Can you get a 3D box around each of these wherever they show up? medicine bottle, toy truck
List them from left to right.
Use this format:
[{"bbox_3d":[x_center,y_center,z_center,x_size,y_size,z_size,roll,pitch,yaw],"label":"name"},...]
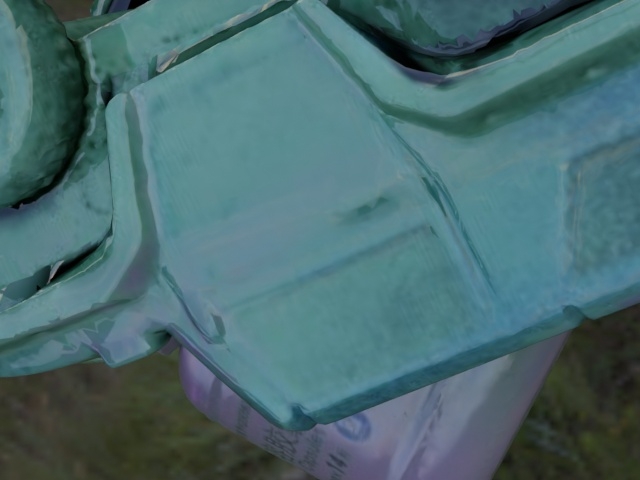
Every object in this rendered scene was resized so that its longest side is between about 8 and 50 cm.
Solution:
[{"bbox_3d":[0.000,0.000,1.096,0.241,0.302,0.241,-60,-9,-15],"label":"medicine bottle"},{"bbox_3d":[0.014,-0.042,0.524,0.279,0.155,0.156,-24,90,27],"label":"toy truck"}]
